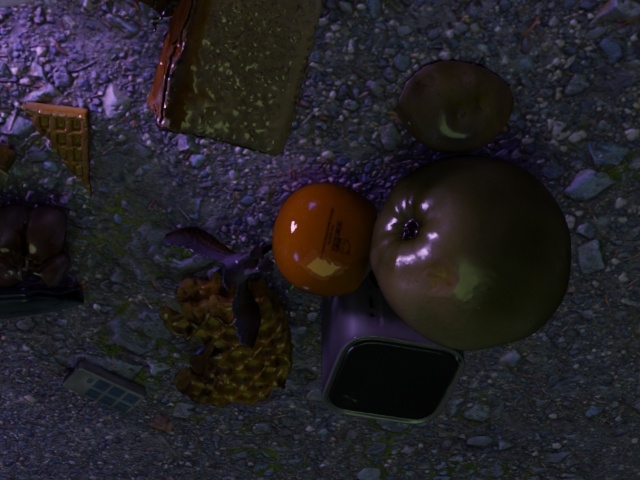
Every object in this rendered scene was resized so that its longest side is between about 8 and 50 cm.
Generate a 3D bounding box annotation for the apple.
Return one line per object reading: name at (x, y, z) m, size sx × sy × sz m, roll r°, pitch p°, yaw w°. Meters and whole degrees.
apple at (0.264, 0.016, 1.748) m, size 0.357 × 0.357 × 0.357 m, roll -1°, pitch 134°, yaw -1°

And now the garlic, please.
garlic at (-0.575, 0.008, 1.853) m, size 0.214 × 0.191 × 0.160 m, roll 5°, pitch 91°, yaw -2°

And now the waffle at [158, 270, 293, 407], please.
waffle at (-0.189, 0.214, 2.072) m, size 0.261 × 0.151 × 0.324 m, roll 0°, pitch 135°, yaw 2°

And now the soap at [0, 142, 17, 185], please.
soap at (-0.663, -0.102, 1.796) m, size 0.135 × 0.076 × 0.233 m, roll 29°, pitch 126°, yaw -25°

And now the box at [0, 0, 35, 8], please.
box at (-0.518, -0.418, 1.415) m, size 0.274 × 0.203 × 0.116 m, roll -10°, pitch 134°, yaw 6°

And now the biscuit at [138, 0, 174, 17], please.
biscuit at (-0.216, -0.421, 1.537) m, size 0.215 × 0.034 × 0.182 m, roll 9°, pitch 137°, yaw -13°

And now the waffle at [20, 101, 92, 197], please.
waffle at (-0.472, -0.160, 1.777) m, size 0.125 × 0.032 × 0.191 m, roll 5°, pitch 132°, yaw -9°

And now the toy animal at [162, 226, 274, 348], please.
toy animal at (-0.140, 0.056, 1.893) m, size 0.273 × 0.197 × 0.160 m, roll 61°, pitch 156°, yaw -4°

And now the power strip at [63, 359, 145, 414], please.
power strip at (-0.489, 0.333, 2.244) m, size 0.192 × 0.035 × 0.081 m, roll 31°, pitch 125°, yaw -29°

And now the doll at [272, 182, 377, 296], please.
doll at (0.000, 0.000, 1.863) m, size 0.213 × 0.214 × 0.236 m, roll 12°, pitch 173°, yaw -14°

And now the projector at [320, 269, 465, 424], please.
projector at (0.138, 0.191, 1.991) m, size 0.248 × 0.249 × 0.248 m, roll 10°, pitch 132°, yaw -10°

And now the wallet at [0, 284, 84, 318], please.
wallet at (-0.624, 0.117, 1.923) m, size 0.251 × 0.054 × 0.290 m, roll -6°, pitch 172°, yaw 6°

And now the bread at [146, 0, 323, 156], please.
bread at (-0.150, -0.313, 1.594) m, size 0.248 × 0.279 × 0.315 m, roll 13°, pitch 96°, yaw -21°

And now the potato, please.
potato at (0.238, -0.208, 1.711) m, size 0.202 × 0.117 × 0.182 m, roll 19°, pitch 127°, yaw -19°
